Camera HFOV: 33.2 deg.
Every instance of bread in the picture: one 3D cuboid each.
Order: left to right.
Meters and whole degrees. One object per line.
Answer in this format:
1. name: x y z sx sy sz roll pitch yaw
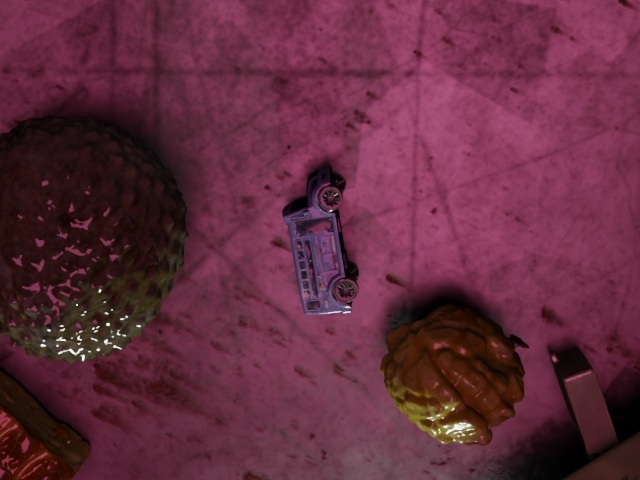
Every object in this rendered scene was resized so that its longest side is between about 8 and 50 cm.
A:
1. bread: -0.439 0.307 1.322 0.274 0.114 0.185 -44 100 9

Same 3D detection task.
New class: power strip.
1. power strip: 0.326 0.212 1.297 0.042 0.075 0.175 -21 105 5

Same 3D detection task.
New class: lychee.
1. lychee: -0.274 -0.004 1.168 0.255 0.274 0.255 5 137 5

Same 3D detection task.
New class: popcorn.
1. popcorn: 0.162 0.154 1.249 0.173 0.173 0.142 16 113 -3

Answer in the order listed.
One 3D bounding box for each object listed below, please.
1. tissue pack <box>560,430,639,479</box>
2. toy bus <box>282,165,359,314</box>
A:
1. tissue pack: 0.374 0.403 1.254 0.380 0.207 0.297 -38 118 12
2. toy bus: 0.000 0.000 1.247 0.076 0.073 0.167 -8 105 6
